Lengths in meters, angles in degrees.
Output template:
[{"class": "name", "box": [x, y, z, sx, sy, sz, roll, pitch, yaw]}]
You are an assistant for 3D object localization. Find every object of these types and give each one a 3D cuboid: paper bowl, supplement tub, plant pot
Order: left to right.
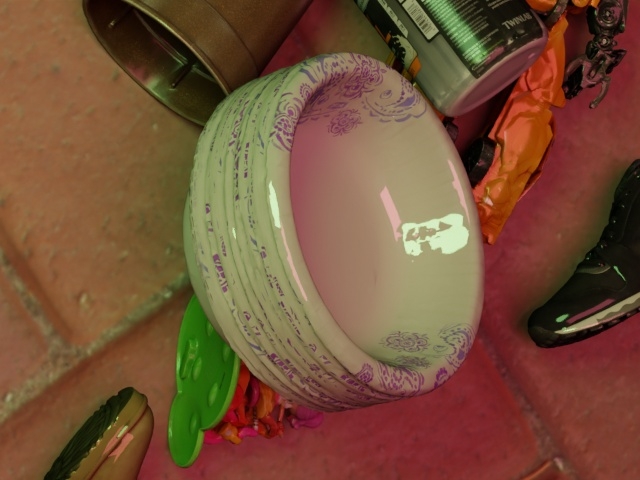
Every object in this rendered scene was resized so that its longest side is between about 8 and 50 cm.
[{"class": "plant pot", "box": [-0.086, -0.207, 1.667, 0.167, 0.167, 0.165, 45, 71, -14]}, {"class": "paper bowl", "box": [0.000, 0.000, 1.601, 0.284, 0.148, 0.284, 26, 56, -46]}, {"class": "supplement tub", "box": [0.095, -0.209, 1.660, 0.117, 0.117, 0.190, -34, 79, -13]}]

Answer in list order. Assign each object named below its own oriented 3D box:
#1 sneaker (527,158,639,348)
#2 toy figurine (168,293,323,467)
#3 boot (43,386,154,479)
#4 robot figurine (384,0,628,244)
[{"class": "sneaker", "box": [0.294, -0.004, 1.830, 0.283, 0.107, 0.124, -28, 85, -18]}, {"class": "toy figurine", "box": [-0.035, 0.126, 1.724, 0.159, 0.130, 0.173, 7, 112, -26]}, {"class": "boot", "box": [-0.128, 0.284, 1.699, 0.269, 0.089, 0.236, 34, 102, -14]}, {"class": "robot figurine", "box": [0.152, -0.157, 1.774, 0.211, 0.085, 0.291, 28, 84, -17]}]
